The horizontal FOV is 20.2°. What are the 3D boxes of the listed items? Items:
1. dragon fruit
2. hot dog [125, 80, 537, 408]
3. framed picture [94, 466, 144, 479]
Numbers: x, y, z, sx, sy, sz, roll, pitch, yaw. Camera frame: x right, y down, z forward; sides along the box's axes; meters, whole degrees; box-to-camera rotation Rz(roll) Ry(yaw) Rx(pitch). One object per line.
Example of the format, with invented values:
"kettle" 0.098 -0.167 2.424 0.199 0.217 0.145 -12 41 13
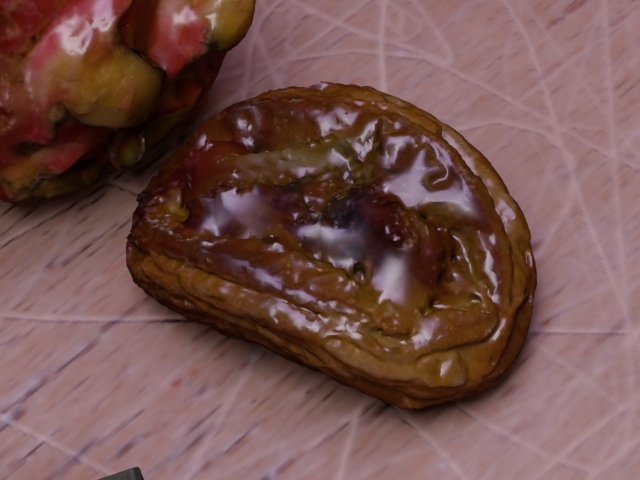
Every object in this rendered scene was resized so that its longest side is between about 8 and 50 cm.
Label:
"dragon fruit" -0.161 -0.159 0.972 0.263 0.296 0.314 28 86 1
"hot dog" 0.002 0.000 0.928 0.227 0.099 0.160 15 54 25
"framed picture" -0.149 0.209 0.774 0.189 0.023 0.260 -20 34 -2
